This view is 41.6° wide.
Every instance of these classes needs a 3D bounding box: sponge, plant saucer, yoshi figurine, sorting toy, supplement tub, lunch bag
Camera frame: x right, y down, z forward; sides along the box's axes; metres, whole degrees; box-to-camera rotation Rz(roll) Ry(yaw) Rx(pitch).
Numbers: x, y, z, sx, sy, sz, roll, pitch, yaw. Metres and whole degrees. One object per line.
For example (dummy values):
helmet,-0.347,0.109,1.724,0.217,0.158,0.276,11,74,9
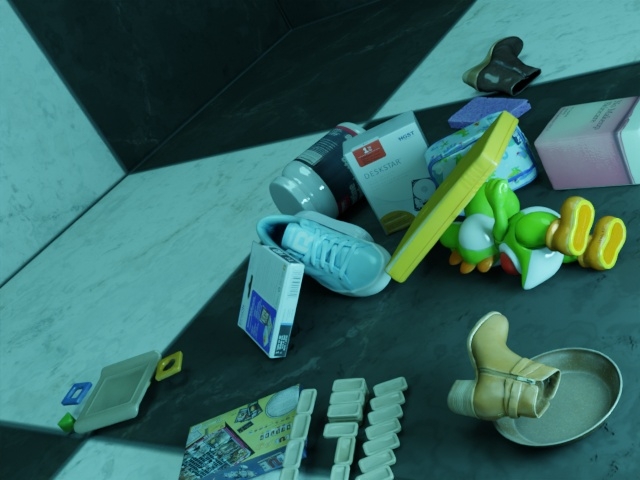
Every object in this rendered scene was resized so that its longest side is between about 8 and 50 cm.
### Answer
sponge,0.446,-0.337,2.242,0.117,0.031,0.210,-39,26,-17
plant saucer,0.351,0.239,1.246,0.199,0.036,0.198,-25,26,13
yoshi figurine,0.379,-0.042,1.589,0.203,0.203,0.362,-27,17,-33
sorting toy,-0.453,0.352,1.926,0.348,0.047,0.196,-20,31,22
supplement tub,0.022,-0.163,2.193,0.272,0.191,0.191,-40,26,-19
lunch bag,0.355,-0.165,1.848,0.219,0.176,0.090,-27,30,13

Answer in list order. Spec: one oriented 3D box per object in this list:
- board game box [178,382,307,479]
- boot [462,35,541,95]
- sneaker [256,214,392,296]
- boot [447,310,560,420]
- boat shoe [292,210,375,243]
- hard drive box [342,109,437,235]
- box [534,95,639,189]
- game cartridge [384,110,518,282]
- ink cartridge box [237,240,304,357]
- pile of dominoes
board game box,-0.138,0.368,1.540,0.243,0.042,0.165,-24,25,14
boot,0.550,-0.491,2.394,0.248,0.090,0.207,-39,38,-21
sneaker,-0.009,0.028,1.842,0.366,0.150,0.135,15,85,45
boot,0.293,0.191,1.277,0.152,0.073,0.197,-7,45,44
boat shoe,0.000,0.000,2.014,0.094,0.109,0.302,-44,30,-24
hard drive box,0.181,-0.155,1.950,0.181,0.232,0.089,-25,25,13
box,0.582,-0.198,1.709,0.232,0.126,0.148,-2,36,47
game cartridge,0.266,-0.093,1.669,0.323,0.053,0.285,-52,0,34
ink cartridge box,-0.111,0.121,1.820,0.045,0.206,0.208,6,12,-28
pile of dominoes,0.044,0.335,1.412,0.196,0.040,0.251,-7,35,18
